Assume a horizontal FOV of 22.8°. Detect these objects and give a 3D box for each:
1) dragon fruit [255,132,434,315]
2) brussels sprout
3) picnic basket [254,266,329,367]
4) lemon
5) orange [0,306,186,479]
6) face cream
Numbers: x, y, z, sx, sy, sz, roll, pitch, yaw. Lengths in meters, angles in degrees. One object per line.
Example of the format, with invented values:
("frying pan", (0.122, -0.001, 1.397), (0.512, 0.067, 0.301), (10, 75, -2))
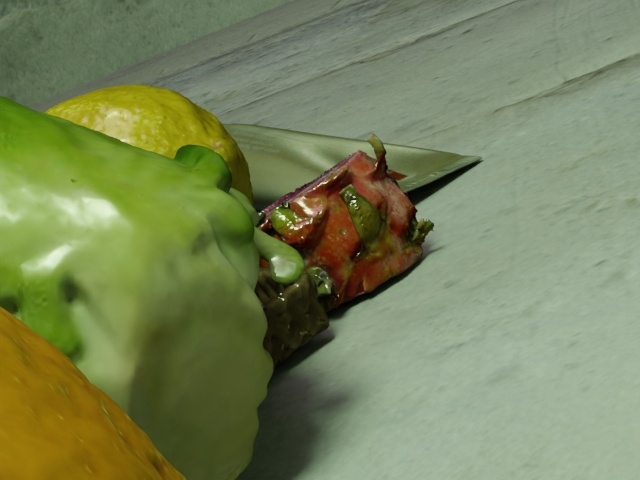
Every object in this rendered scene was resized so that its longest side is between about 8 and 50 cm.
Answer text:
("dragon fruit", (0.000, 0.000, 1.195), (0.147, 0.102, 0.096), (-29, 1, 18))
("brussels sprout", (-0.203, 0.053, 0.987), (0.314, 0.276, 0.371), (14, -5, -37))
("picnic basket", (-0.080, 0.067, 1.174), (0.110, 0.055, 0.193), (-36, 20, -29))
("lemon", (-0.173, -0.032, 1.367), (0.260, 0.204, 0.204), (-15, 18, 37))
("orange", (-0.172, 0.184, 0.501), (0.340, 0.293, 0.341), (-30, 27, 17))
("face cream", (-0.016, -0.065, 1.491), (0.137, 0.084, 0.341), (-23, 20, -36))
